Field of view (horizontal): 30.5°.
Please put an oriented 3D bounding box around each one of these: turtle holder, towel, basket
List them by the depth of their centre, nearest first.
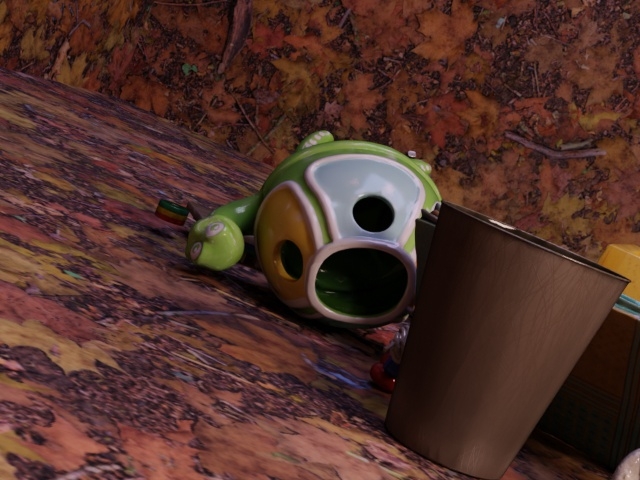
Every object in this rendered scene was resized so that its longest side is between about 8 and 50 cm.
[{"bbox_3d":[0.163,0.102,1.140,0.204,0.227,0.154,22,7,-16],"label":"basket"},{"bbox_3d":[0.269,0.129,1.355,0.370,0.271,0.040,26,51,26],"label":"towel"},{"bbox_3d":[0.015,-0.011,1.515,0.320,0.243,0.227,30,21,-17],"label":"turtle holder"}]

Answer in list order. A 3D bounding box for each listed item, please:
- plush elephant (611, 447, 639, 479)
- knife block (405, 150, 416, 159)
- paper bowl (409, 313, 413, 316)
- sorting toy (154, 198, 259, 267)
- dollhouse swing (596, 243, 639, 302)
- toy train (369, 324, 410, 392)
[{"bbox_3d":[0.421,0.208,1.073,0.255,0.272,0.330,35,-25,-11],"label":"plush elephant"},{"bbox_3d":[0.071,-0.085,2.244,0.088,0.242,0.276,20,7,-32],"label":"knife block"},{"bbox_3d":[0.211,0.063,1.955,0.284,0.148,0.284,23,6,-3],"label":"paper bowl"},{"bbox_3d":[-0.127,-0.002,1.762,0.274,0.046,0.132,20,7,-19],"label":"sorting toy"},{"bbox_3d":[0.514,0.195,1.539,0.347,0.315,0.305,27,-8,30],"label":"dollhouse swing"},{"bbox_3d":[0.138,0.150,1.287,0.143,0.105,0.248,37,8,7],"label":"toy train"}]
